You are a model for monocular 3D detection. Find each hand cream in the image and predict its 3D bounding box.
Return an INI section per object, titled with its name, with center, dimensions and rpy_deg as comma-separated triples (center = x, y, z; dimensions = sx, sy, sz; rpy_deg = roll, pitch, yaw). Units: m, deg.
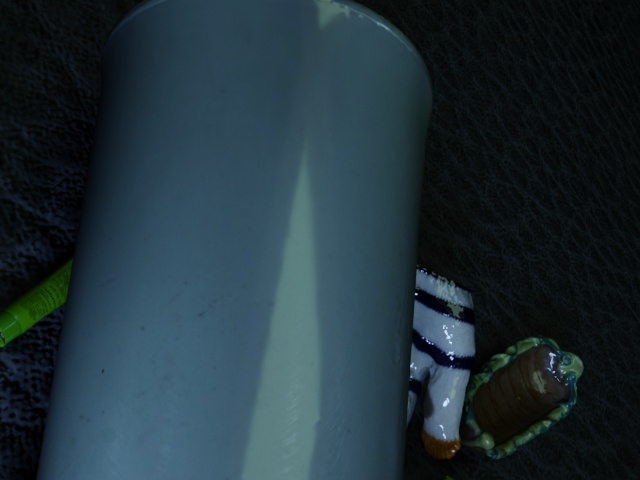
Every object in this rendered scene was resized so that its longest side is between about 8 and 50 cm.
[hand cream]
center = -0.212, 0.041, 0.634
dimensions = 0.122, 0.023, 0.036
rpy_deg = -45, 123, -46

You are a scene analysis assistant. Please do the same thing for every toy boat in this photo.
[toy boat]
center = 0.211, 0.187, 0.911
dimensions = 0.293, 0.099, 0.108
rpy_deg = -15, 81, -53

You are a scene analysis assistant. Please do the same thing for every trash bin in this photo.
[trash bin]
center = -0.055, 0.011, 0.621
dimensions = 0.280, 0.280, 0.432
rpy_deg = 23, 60, -34

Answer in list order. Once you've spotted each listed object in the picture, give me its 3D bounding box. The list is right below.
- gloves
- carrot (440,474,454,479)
[gloves]
center = 0.070, 0.133, 0.801
dimensions = 0.140, 0.131, 0.219
rpy_deg = 26, 85, -34
[carrot]
center = 0.101, 0.344, 0.759
dimensions = 0.061, 0.061, 0.257
rpy_deg = 41, 50, -21
